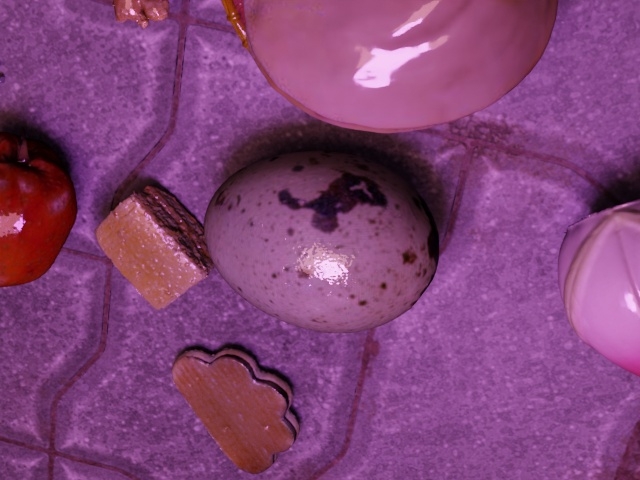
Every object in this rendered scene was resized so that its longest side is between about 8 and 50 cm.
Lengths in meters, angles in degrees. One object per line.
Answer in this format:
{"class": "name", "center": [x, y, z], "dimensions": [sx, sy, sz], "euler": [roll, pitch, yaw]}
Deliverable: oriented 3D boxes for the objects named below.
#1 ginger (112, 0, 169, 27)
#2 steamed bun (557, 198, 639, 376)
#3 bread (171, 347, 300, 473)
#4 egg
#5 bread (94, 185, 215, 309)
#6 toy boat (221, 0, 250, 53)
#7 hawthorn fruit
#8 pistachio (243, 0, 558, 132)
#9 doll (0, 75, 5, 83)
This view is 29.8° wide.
{"class": "ginger", "center": [-0.317, -0.425, 1.850], "dimensions": [0.193, 0.052, 0.176], "euler": [13, 113, 21]}
{"class": "steamed bun", "center": [0.512, 0.085, 1.790], "dimensions": [0.309, 0.309, 0.309], "euler": [6, 120, 11]}
{"class": "bread", "center": [-0.140, 0.306, 2.239], "dimensions": [0.207, 0.056, 0.287], "euler": [-20, 112, 26]}
{"class": "egg", "center": [0.000, 0.000, 1.902], "dimensions": [0.379, 0.287, 0.288], "euler": [9, 121, 22]}
{"class": "bread", "center": [-0.283, 0.006, 2.081], "dimensions": [0.138, 0.102, 0.196], "euler": [-38, 102, 26]}
{"class": "toy boat", "center": [-0.054, -0.315, 1.849], "dimensions": [0.141, 0.099, 0.318], "euler": [-30, 111, 30]}
{"class": "hawthorn fruit", "center": [-0.532, -0.074, 2.007], "dimensions": [0.254, 0.254, 0.300], "euler": [22, 132, 1]}
{"class": "pistachio", "center": [0.107, -0.336, 1.689], "dimensions": [0.445, 0.281, 0.365], "euler": [-2, 91, 7]}
{"class": "doll", "center": [-0.593, -0.276, 2.037], "dimensions": [0.114, 0.039, 0.057], "euler": [-12, 137, 11]}
